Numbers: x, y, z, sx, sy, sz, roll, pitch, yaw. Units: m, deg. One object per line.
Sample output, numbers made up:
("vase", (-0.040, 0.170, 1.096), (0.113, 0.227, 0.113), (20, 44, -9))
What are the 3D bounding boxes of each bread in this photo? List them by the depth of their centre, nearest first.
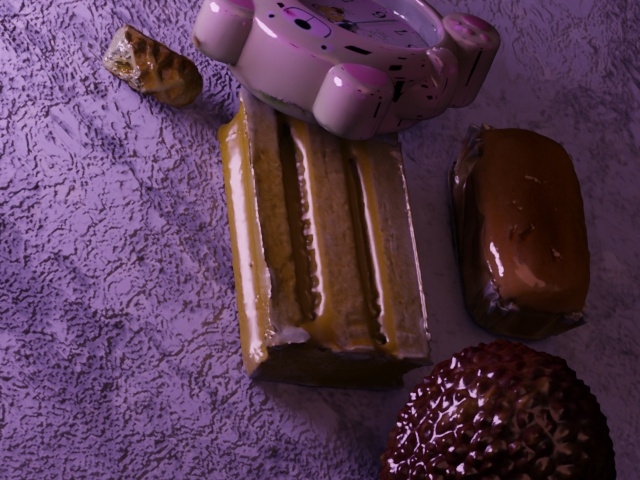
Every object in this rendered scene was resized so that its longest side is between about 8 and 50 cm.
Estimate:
("bread", (-0.178, -0.185, 2.121), (0.110, 0.060, 0.066), (30, 21, -13))
("bread", (0.229, -0.011, 2.226), (0.136, 0.107, 0.241), (10, 57, -22))

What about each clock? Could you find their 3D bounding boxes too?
("clock", (0.024, -0.222, 2.151), (0.284, 0.114, 0.309), (34, 29, 15))

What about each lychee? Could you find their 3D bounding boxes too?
("lychee", (0.177, 0.229, 1.970), (0.271, 0.236, 0.236), (-41, 86, -20))

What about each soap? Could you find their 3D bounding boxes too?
("soap", (0.000, 0.000, 2.093), (0.199, 0.091, 0.315), (7, 58, -28))
